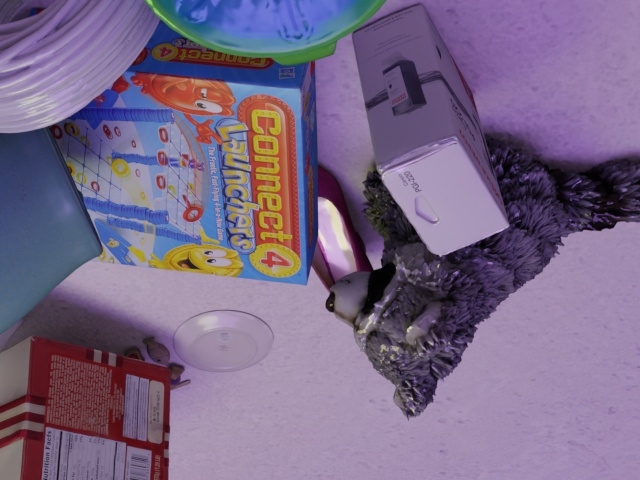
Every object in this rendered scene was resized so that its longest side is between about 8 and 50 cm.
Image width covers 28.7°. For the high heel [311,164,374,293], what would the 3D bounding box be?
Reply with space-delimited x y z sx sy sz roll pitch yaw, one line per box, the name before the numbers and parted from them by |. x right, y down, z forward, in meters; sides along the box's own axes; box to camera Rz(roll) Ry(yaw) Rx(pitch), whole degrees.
high heel | 0.000 0.000 1.520 0.082 0.117 0.244 -18 137 13

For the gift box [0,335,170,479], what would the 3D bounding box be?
gift box | -0.348 0.297 1.675 0.276 0.255 0.258 25 145 -36

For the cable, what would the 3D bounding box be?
cable | -0.259 -0.218 1.144 0.257 0.257 0.089 -22 140 6

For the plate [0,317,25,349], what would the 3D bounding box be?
plate | -0.540 0.205 1.603 0.278 0.277 0.045 -28 107 23

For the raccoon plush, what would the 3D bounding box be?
raccoon plush | 0.227 0.023 1.432 0.446 0.299 0.216 -14 135 6

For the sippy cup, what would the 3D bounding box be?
sippy cup | -0.051 -0.317 1.079 0.240 0.224 0.305 11 136 -19

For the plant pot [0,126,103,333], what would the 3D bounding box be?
plant pot | -0.362 -0.017 1.227 0.255 0.272 0.272 -24 139 -9

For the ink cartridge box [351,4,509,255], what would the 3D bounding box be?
ink cartridge box | 0.115 -0.117 1.326 0.092 0.218 0.158 -22 136 17

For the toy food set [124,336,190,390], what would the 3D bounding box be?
toy food set | -0.238 0.187 1.776 0.077 0.019 0.122 -21 136 16

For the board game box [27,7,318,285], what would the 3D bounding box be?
board game box | -0.158 -0.094 1.371 0.301 0.086 0.308 6 138 7

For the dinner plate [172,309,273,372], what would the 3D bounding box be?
dinner plate | -0.136 0.147 1.747 0.141 0.017 0.141 -4 137 -3
